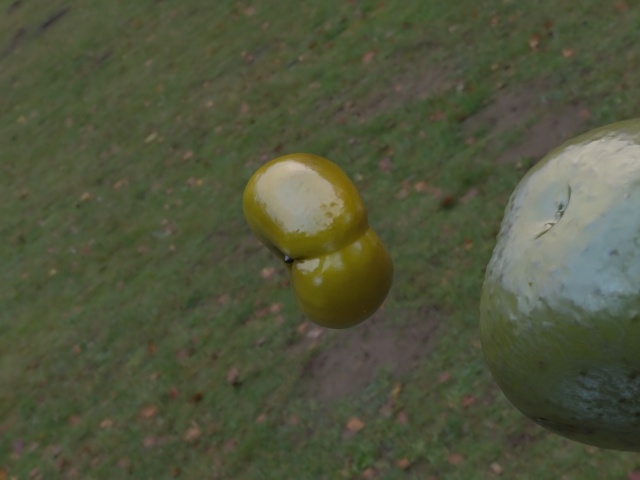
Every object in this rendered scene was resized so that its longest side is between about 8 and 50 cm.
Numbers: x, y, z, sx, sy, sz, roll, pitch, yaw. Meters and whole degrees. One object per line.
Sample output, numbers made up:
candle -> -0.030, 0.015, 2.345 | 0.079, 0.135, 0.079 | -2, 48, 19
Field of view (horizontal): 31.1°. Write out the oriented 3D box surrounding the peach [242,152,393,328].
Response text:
peach -> 0.000, 0.000, 1.081 | 0.103, 0.179, 0.179 | -34, 22, -10

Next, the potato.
potato -> 0.173, 0.024, 0.494 | 0.194, 0.157, 0.157 | 9, 43, 26
